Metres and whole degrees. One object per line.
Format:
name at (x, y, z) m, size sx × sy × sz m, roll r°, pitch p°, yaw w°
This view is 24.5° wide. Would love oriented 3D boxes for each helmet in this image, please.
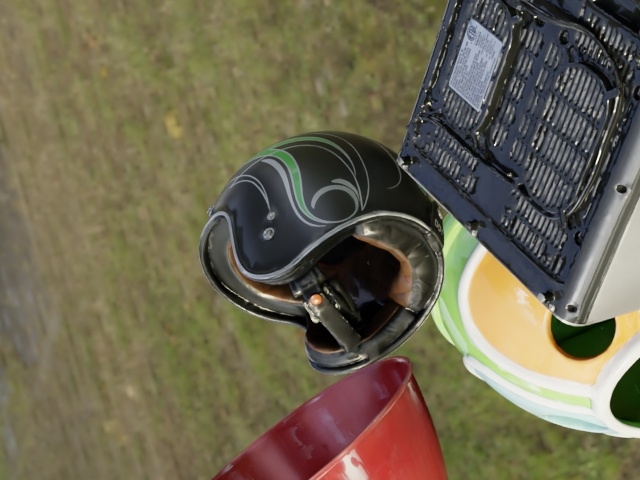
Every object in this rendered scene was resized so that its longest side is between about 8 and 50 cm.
helmet at (0.000, 0.000, 1.076) m, size 0.161 × 0.169 × 0.169 m, roll -129°, pitch 29°, yaw -53°

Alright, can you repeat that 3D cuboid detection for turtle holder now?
turtle holder at (0.238, 0.064, 1.249) m, size 0.227 × 0.243 × 0.320 m, roll 54°, pitch 176°, yaw 43°

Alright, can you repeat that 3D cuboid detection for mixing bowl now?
mixing bowl at (0.005, 0.157, 0.809) m, size 0.098 × 0.181 × 0.181 m, roll 53°, pitch 162°, yaw -5°

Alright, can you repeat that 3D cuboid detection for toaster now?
toaster at (0.138, -0.077, 0.753) m, size 0.168 × 0.110 × 0.186 m, roll 47°, pitch 132°, yaw 41°
